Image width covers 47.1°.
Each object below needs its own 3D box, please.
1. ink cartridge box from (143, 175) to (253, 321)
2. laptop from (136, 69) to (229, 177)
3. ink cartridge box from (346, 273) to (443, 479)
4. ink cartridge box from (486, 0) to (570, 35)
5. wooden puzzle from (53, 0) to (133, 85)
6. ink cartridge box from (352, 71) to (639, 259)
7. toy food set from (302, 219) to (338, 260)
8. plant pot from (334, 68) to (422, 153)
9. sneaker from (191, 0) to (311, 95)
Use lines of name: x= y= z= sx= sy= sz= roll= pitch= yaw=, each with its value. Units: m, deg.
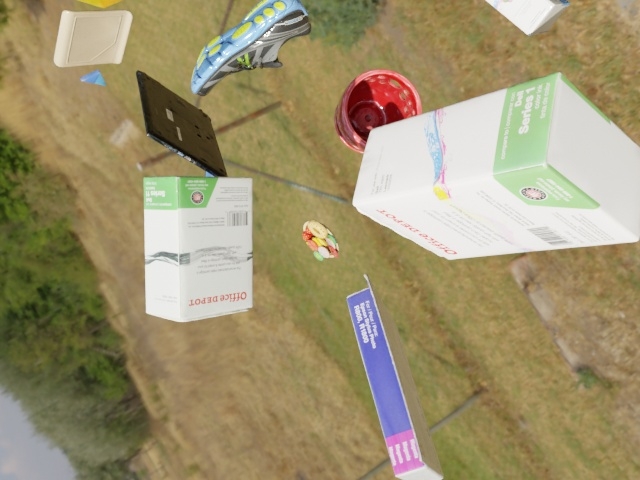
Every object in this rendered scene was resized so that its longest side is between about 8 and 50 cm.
ink cartridge box: x=-0.182 y=0.008 z=1.109 sx=0.087 sy=0.153 sz=0.208 roll=3 pitch=94 yaw=40
laptop: x=-0.254 y=-0.145 z=1.343 sx=0.264 sy=0.136 sz=0.234 roll=31 pitch=-157 yaw=-37
ink cartridge box: x=0.127 y=0.261 z=1.316 sx=0.330 sy=0.071 sz=0.324 roll=54 pitch=-161 yaw=-63
ink cartridge box: x=0.262 y=-0.334 z=0.984 sx=0.122 sy=0.088 sz=0.052 roll=45 pitch=125 yaw=11
wooden puzzle: x=-0.235 y=-0.211 z=0.756 sx=0.014 sy=0.079 sz=0.116 roll=55 pitch=130 yaw=26
ink cartridge box: x=0.209 y=-0.072 z=0.881 sx=0.201 sy=0.117 sz=0.278 roll=27 pitch=157 yaw=-36
toy food set: x=0.000 y=0.000 z=1.310 sx=0.082 sy=0.020 sz=0.083 roll=50 pitch=149 yaw=-6
plant pot: x=0.124 y=-0.295 z=1.739 sx=0.191 sy=0.191 sz=0.174 roll=63 pitch=169 yaw=-6
sneaker: x=-0.091 y=-0.235 z=0.931 sx=0.078 sy=0.188 sz=0.067 roll=40 pitch=-151 yaw=-38
